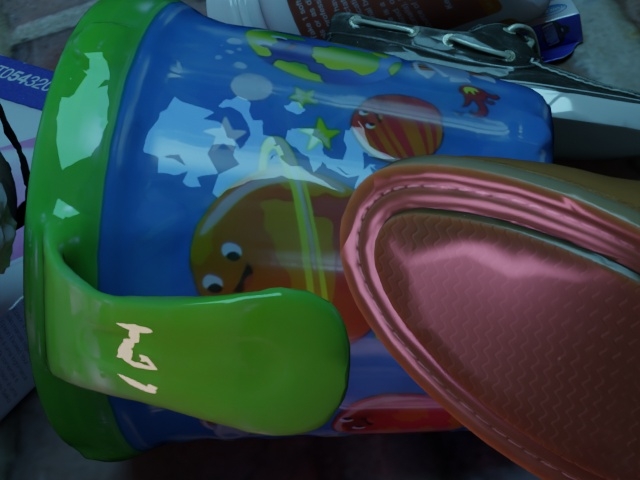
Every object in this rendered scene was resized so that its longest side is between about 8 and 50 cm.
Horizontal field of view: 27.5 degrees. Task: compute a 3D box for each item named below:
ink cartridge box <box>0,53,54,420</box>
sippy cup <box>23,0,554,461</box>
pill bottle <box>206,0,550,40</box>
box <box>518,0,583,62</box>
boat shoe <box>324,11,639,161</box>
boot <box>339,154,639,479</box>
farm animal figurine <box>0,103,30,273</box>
[{"bbox_3d":[-0.247,-0.030,0.878,0.324,0.071,0.330,18,52,35],"label":"ink cartridge box"},{"bbox_3d":[0.000,0.000,0.650,0.224,0.240,0.305,5,52,8],"label":"sippy cup"},{"bbox_3d":[0.036,-0.176,0.880,0.216,0.121,0.121,-15,37,28],"label":"pill bottle"},{"bbox_3d":[0.133,-0.167,0.930,0.081,0.028,0.136,-16,38,2],"label":"box"},{"bbox_3d":[0.103,-0.098,0.788,0.219,0.078,0.070,11,78,13],"label":"boat shoe"},{"bbox_3d":[0.169,-0.004,0.460,0.283,0.109,0.220,13,36,17],"label":"boot"},{"bbox_3d":[-0.292,0.022,0.656,0.327,0.172,0.330,-25,26,0],"label":"farm animal figurine"}]
